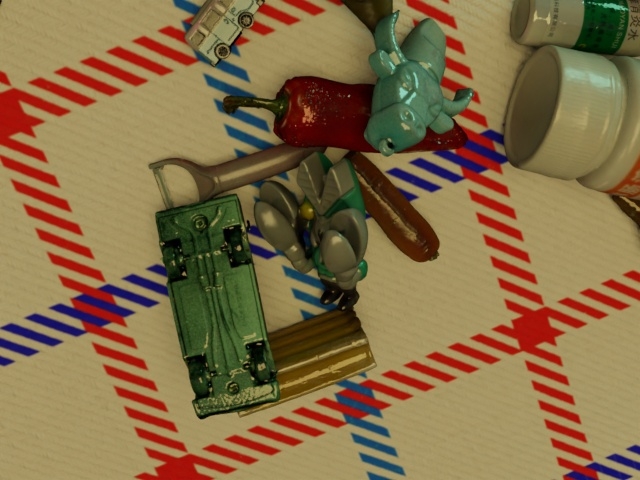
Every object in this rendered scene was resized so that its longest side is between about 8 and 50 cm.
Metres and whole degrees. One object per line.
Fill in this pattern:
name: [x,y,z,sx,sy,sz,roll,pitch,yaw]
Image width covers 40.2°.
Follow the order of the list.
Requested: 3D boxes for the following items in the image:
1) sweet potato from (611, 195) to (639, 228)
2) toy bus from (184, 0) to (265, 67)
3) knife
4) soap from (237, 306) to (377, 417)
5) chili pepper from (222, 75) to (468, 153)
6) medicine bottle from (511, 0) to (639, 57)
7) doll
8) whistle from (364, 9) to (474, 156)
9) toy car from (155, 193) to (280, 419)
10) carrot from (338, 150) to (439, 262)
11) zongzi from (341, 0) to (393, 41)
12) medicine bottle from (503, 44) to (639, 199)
sweet potato: [0.638,0.016,1.497,0.346,0.079,0.108,21,73,-12]
toy bus: [-0.143,-0.325,1.290,0.075,0.060,0.123,37,99,-13]
knife: [-0.116,-0.100,1.362,0.277,0.053,0.123,-18,113,-2]
soap: [-0.036,0.191,1.404,0.232,0.140,0.073,-20,107,-2]
chili pepper: [0.047,-0.185,1.330,0.387,0.110,0.110,6,104,-19]
medicine bottle: [0.432,-0.337,1.356,0.259,0.095,0.095,4,105,-11]
doll: [0.016,-0.002,1.337,0.195,0.153,0.258,-15,110,43]
whistle: [0.132,-0.224,1.280,0.186,0.093,0.274,40,53,-24]
toy car: [-0.149,0.098,1.319,0.141,0.097,0.321,-13,82,1]
carrot: [0.112,-0.050,1.401,0.067,0.067,0.225,-41,105,4]
zongzi: [0.016,-0.449,1.277,0.123,0.289,0.260,-32,66,1]
medicine bottle: [0.493,-0.168,1.350,0.371,0.211,0.211,10,103,-11]
